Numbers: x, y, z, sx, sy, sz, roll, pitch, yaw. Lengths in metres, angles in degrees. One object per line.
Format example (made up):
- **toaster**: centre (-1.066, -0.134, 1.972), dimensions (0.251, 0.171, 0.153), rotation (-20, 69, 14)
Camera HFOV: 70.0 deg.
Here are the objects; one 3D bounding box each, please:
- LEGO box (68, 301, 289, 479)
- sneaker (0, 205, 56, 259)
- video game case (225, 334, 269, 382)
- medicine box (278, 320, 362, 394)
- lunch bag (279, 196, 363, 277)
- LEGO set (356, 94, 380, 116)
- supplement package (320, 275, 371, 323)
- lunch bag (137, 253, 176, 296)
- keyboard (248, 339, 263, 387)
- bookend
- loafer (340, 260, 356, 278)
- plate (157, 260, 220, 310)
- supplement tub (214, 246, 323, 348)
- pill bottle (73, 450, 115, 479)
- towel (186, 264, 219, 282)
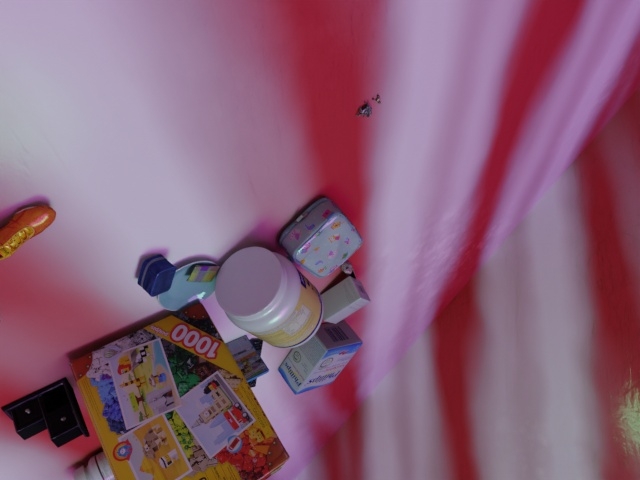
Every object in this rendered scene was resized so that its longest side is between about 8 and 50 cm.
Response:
- **LEGO box**: centre (-0.375, 0.476, 1.219), dimensions (0.372, 0.500, 0.193), rotation (-25, 154, -28)
- **sneaker**: centre (-0.570, -0.002, 0.847), dimensions (0.175, 0.067, 0.064), rotation (-36, 147, -13)
- **video game case**: centre (-0.272, 0.417, 1.598), dimensions (0.119, 0.166, 0.015), rotation (-18, 141, -35)
- **medicine box**: centre (0.001, 0.519, 2.050), dimensions (0.263, 0.149, 0.289), rotation (2, 127, -49)
- **lunch bag**: centre (0.000, 0.000, 1.450), dimensions (0.224, 0.108, 0.279), rotation (-41, 148, 4)
- **LEGO set**: centre (0.135, -0.359, 1.240), dimensions (0.083, 0.023, 0.054), rotation (-47, 149, 8)
- **supplement package**: centre (0.087, 0.237, 1.804), dimensions (0.179, 0.105, 0.105), rotation (-35, 152, 15)
- **lunch bag**: centre (-0.411, 0.087, 1.138), dimensions (0.067, 0.065, 0.099), rotation (-23, 146, -56)
- **keyboard**: centre (-0.260, 0.464, 1.718), dimensions (0.108, 0.023, 0.180), rotation (17, 80, -56)
- **bookend**: centre (-0.709, 0.469, 1.183), dimensions (0.157, 0.156, 0.072), rotation (-23, 145, -27)
- **loafer**: centre (0.114, 0.119, 1.789), dimensions (0.045, 0.039, 0.125), rotation (-40, 149, -2)
- **plate**: centre (-0.364, 0.121, 1.271), dimensions (0.188, 0.024, 0.188), rotation (-29, 146, -22)
- **supplement tub**: centre (-0.146, 0.176, 1.374), dimensions (0.241, 0.241, 0.331), rotation (-41, 149, -3)
- **pill bottle**: centre (-0.721, 0.778, 1.583), dimensions (0.221, 0.121, 0.121), rotation (-26, 145, -25)
- **towel**: centre (-0.320, 0.091, 1.250), dimensions (0.083, 0.009, 0.060), rotation (5, 126, -49)
